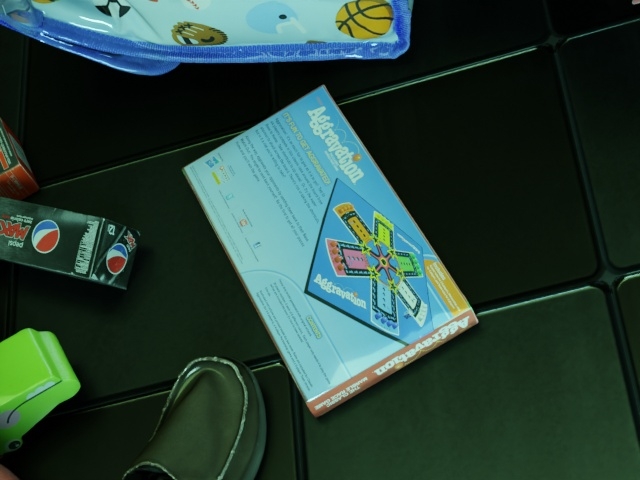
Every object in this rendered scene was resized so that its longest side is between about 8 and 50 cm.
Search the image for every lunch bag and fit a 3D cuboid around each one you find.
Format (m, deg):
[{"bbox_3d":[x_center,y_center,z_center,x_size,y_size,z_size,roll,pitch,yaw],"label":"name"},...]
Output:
[{"bbox_3d":[-0.103,-0.330,1.390,0.385,0.239,0.328,-1,52,9],"label":"lunch bag"}]

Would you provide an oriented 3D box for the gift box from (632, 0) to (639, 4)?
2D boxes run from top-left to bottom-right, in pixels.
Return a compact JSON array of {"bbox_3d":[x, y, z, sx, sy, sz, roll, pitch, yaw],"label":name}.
[{"bbox_3d":[0.354,-0.260,1.146,0.255,0.258,0.276,28,89,33],"label":"gift box"}]

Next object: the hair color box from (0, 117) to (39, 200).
[{"bbox_3d":[-0.335,-0.045,1.401,0.141,0.043,0.072,-31,51,0],"label":"hair color box"}]

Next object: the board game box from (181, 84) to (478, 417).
[{"bbox_3d":[0.000,0.000,1.241,0.145,0.027,0.281,-31,50,1],"label":"board game box"}]

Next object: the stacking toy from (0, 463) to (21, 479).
[{"bbox_3d":[-0.202,0.261,0.952,0.480,0.350,0.350,7,56,-1],"label":"stacking toy"}]

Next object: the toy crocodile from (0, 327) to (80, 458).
[{"bbox_3d":[-0.344,0.184,1.210,0.340,0.105,0.115,-34,50,-10],"label":"toy crocodile"}]

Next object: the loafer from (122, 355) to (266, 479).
[{"bbox_3d":[-0.099,0.173,1.120,0.080,0.078,0.220,0,56,22],"label":"loafer"}]

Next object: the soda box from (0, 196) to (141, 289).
[{"bbox_3d":[-0.240,-0.002,1.313,0.169,0.060,0.053,12,85,29],"label":"soda box"}]
